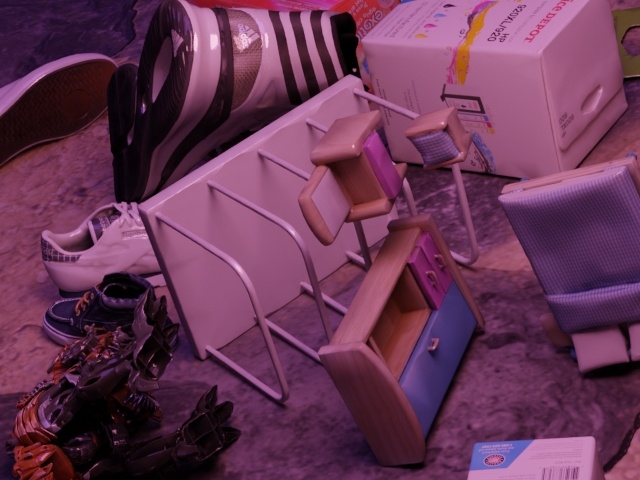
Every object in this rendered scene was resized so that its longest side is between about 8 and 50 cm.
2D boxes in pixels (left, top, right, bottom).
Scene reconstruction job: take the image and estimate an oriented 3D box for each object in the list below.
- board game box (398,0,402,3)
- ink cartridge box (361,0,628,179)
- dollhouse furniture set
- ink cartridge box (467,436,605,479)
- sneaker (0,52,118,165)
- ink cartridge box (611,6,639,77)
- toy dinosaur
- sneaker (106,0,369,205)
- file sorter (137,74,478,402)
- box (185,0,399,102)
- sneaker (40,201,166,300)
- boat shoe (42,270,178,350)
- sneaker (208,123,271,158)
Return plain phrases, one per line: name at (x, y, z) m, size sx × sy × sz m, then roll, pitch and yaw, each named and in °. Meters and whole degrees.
board game box at (0.120, -0.572, 2.240) m, size 0.356 × 0.356 × 0.356 m, roll -30°, pitch 34°, yaw -18°
ink cartridge box at (0.200, -0.189, 1.798) m, size 0.233 × 0.168 × 0.171 m, roll 10°, pitch 41°, yaw 35°
dollhouse furniture set at (0.165, 0.031, 1.374) m, size 0.303 × 0.286 × 0.198 m, roll -11°, pitch 32°, yaw 32°
ink cartridge box at (0.166, 0.241, 1.265) m, size 0.104 × 0.061 × 0.181 m, roll -6°, pitch 34°, yaw 19°
sneaker at (-0.413, -0.182, 2.148) m, size 0.290 × 0.106 × 0.123 m, roll -30°, pitch 37°, yaw -16°
ink cartridge box at (0.460, -0.289, 1.888) m, size 0.255 × 0.097 × 0.189 m, roll -7°, pitch 34°, yaw 15°
toy dinosaur at (-0.210, 0.179, 1.501) m, size 0.218 × 0.164 × 0.322 m, roll -24°, pitch 42°, yaw 16°
sneaker at (-0.090, -0.142, 1.801) m, size 0.258 × 0.169 × 0.447 m, roll -2°, pitch -12°, yaw -19°
file sorter at (0.000, 0.000, 1.594) m, size 0.278 × 0.193 × 0.173 m, roll -34°, pitch 38°, yaw -24°
box at (-0.042, -0.278, 2.072) m, size 0.300 × 0.154 × 0.142 m, roll 20°, pitch 49°, yaw 43°
sneaker at (-0.196, -0.004, 1.786) m, size 0.235 × 0.094 × 0.090 m, roll -22°, pitch 31°, yaw -9°
boat shoe at (-0.234, 0.070, 1.701) m, size 0.183 × 0.083 × 0.065 m, roll 7°, pitch 40°, yaw 35°
sneaker at (-0.096, -0.140, 1.964) m, size 0.234 × 0.078 × 0.106 m, roll 3°, pitch 41°, yaw 35°
